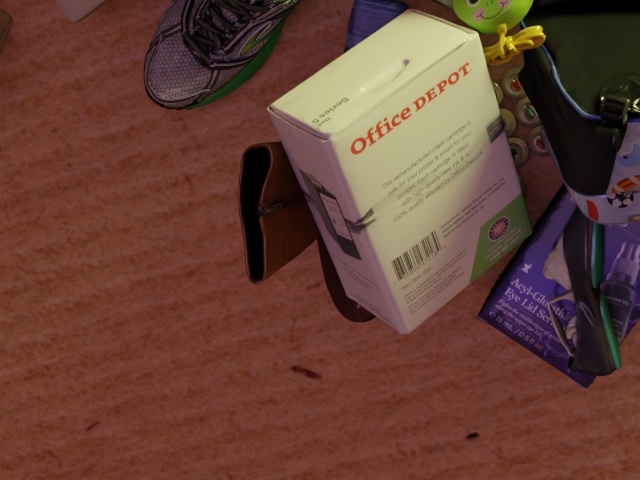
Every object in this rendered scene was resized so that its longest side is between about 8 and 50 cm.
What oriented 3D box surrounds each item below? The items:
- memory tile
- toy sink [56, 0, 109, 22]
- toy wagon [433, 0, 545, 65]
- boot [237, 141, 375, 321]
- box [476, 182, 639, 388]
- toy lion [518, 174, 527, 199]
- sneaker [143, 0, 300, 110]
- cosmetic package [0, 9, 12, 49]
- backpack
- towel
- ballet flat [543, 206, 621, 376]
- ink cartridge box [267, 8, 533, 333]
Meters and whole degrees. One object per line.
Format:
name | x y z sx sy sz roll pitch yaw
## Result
memory tile | 0.194 -0.129 1.450 0.148 0.012 0.113 -22 98 21
toy sink | -0.218 -0.372 1.421 0.234 0.131 0.153 -23 97 47
toy wagon | 0.163 -0.345 1.273 0.267 0.068 0.344 -23 61 33
boot | 0.000 0.000 1.394 0.096 0.280 0.264 9 108 20
box | 0.300 0.035 1.414 0.153 0.108 0.207 33 111 6
toy lion | 0.189 -0.047 1.458 0.100 0.034 0.096 15 111 7
sneaker | -0.094 -0.283 1.419 0.134 0.146 0.343 44 112 1
cosmetic package | -0.513 -0.220 1.476 0.129 0.296 0.153 32 112 4
backpack | 0.351 -0.149 1.265 0.263 0.277 0.213 -12 136 -2
towel | 0.061 -0.225 1.453 0.067 0.029 0.119 15 108 12
ballet flat | 0.275 0.051 1.331 0.074 0.074 0.203 -6 105 17
ink cartridge box | 0.091 -0.071 1.297 0.198 0.114 0.273 -37 130 -17
